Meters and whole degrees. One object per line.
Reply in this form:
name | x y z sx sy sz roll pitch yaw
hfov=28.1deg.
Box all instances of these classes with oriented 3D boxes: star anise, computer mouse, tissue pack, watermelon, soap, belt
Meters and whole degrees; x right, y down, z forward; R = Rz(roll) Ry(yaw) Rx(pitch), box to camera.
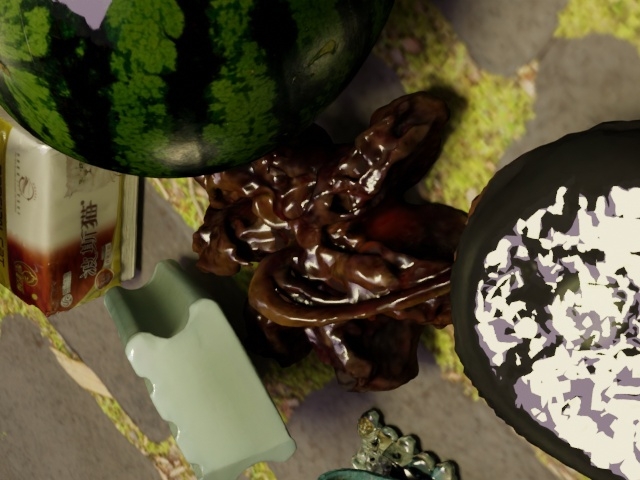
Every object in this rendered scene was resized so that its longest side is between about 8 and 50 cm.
star anise | 0.000 0.000 0.765 0.190 0.125 0.220 54 140 13
computer mouse | 0.211 0.057 0.592 0.323 0.116 0.183 28 112 27
tissue pack | -0.201 -0.038 0.949 0.106 0.099 0.149 29 129 31
watermelon | -0.082 -0.168 0.659 0.269 0.269 0.269 21 124 35
soap | -0.086 0.085 0.852 0.119 0.066 0.198 61 172 -13
belt | 0.084 0.189 0.828 0.179 0.100 0.065 21 125 16
